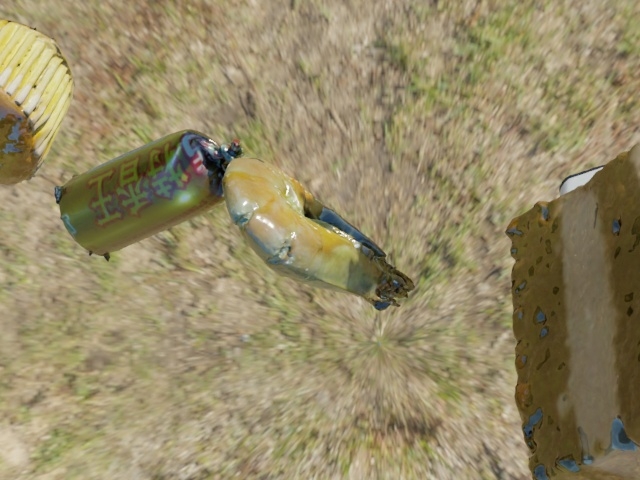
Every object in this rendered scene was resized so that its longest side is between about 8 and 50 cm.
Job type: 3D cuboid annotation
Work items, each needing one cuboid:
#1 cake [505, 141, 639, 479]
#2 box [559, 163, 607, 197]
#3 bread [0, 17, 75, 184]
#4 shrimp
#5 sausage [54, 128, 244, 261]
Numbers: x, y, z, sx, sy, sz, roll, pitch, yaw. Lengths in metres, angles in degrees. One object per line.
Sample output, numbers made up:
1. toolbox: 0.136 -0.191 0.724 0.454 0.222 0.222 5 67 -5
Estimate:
1. cake: 0.265 0.033 0.816 0.198 0.293 0.196 18 56 -24
2. box: 0.360 0.068 1.697 0.112 0.370 0.190 -17 117 20
3. bread: -0.461 -0.179 1.755 0.288 0.204 0.156 19 51 3
4. shrimp: 0.001 0.000 1.418 0.267 0.145 0.061 27 119 -34
5. sausage: -0.207 -0.069 1.876 0.317 0.117 0.125 -19 105 39
